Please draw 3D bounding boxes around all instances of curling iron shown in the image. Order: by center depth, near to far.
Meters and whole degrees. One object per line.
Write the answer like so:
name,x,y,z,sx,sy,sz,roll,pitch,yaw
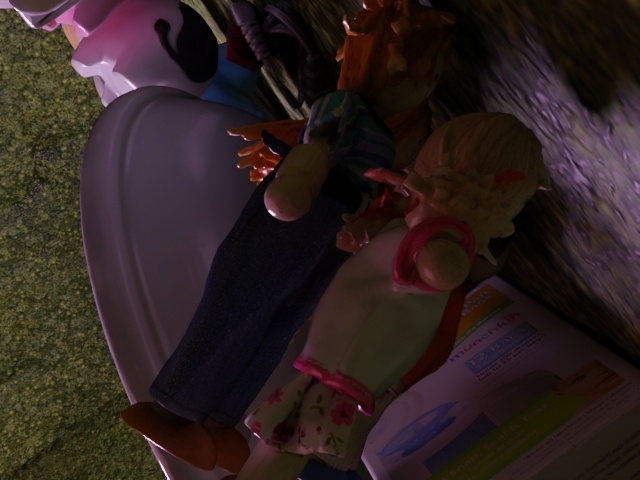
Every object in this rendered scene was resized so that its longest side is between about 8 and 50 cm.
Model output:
curling iron,-0.038,-0.116,0.796,0.068,0.035,0.274,54,177,-10

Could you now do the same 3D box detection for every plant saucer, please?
plant saucer,0.013,0.063,0.790,0.400,0.101,0.400,53,-161,-26

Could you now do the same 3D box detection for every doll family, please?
doll family,0.000,0.000,0.440,0.118,0.163,0.263,31,177,8

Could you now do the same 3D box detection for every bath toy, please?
bath toy,-0.155,-0.197,0.871,0.151,0.129,0.348,23,159,38

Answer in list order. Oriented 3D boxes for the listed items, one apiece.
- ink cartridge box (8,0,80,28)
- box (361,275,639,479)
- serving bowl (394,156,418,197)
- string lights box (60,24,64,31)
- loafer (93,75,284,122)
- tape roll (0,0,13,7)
ink cartridge box,-0.174,-0.254,0.555,0.278,0.117,0.201,52,177,40
box,0.091,0.105,0.568,0.103,0.114,0.203,55,178,-14
serving bowl,0.052,-0.018,0.586,0.083,0.027,0.083,54,178,3
string lights box,-0.242,-0.249,1.622,0.259,0.077,0.133,52,-158,23
loafer,-0.069,-0.089,1.139,0.319,0.112,0.111,49,-141,-33
tape roll,-0.450,-0.408,1.365,0.392,0.072,0.392,42,-166,-13
